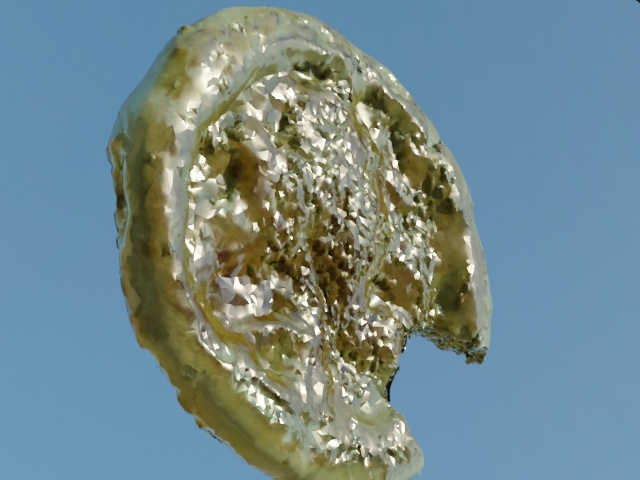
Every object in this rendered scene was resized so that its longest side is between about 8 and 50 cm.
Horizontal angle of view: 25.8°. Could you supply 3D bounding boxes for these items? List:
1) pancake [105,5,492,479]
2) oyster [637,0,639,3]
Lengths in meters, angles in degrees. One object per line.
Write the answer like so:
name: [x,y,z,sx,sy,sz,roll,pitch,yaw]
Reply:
pancake: [0.000,0.000,0.673,0.037,0.253,0.253,-17,-62,41]
oyster: [0.223,-0.080,0.452,0.345,0.078,0.129,40,-82,20]
